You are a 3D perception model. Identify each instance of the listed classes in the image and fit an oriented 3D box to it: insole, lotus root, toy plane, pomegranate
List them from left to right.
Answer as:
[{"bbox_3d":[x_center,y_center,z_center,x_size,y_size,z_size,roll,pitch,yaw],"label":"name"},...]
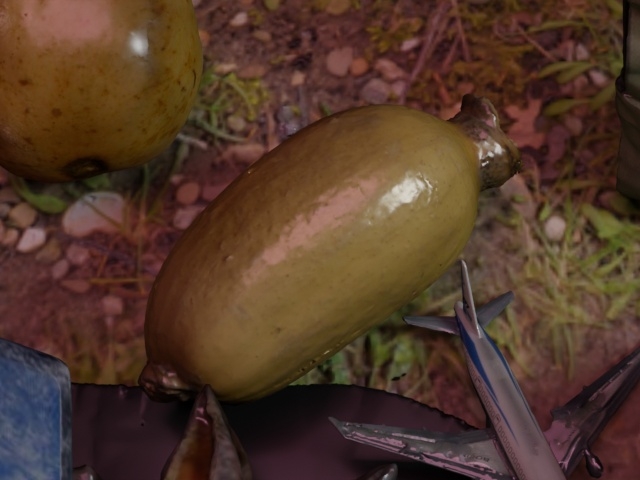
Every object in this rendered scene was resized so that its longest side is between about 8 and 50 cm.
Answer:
[{"bbox_3d":[-0.175,-0.142,1.028,0.196,0.196,0.196,-3,63,6],"label":"pomegranate"},{"bbox_3d":[-0.043,0.147,0.951,0.348,0.009,0.119,3,63,9],"label":"insole"},{"bbox_3d":[-0.002,-0.002,0.943,0.303,0.131,0.146,-37,30,-9],"label":"lotus root"},{"bbox_3d":[0.125,0.119,0.909,0.226,0.058,0.226,-13,59,-12],"label":"toy plane"}]

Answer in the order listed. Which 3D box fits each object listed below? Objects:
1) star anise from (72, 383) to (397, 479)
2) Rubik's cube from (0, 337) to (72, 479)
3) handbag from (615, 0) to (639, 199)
[{"bbox_3d":[-0.075,0.247,0.845,0.331,0.117,0.332,-2,71,6],"label":"star anise"},{"bbox_3d":[-0.335,0.205,0.735,0.316,0.318,0.313,-23,58,31],"label":"Rubik's cube"},{"bbox_3d":[0.308,-0.113,0.878,0.253,0.316,0.109,13,47,22],"label":"handbag"}]
